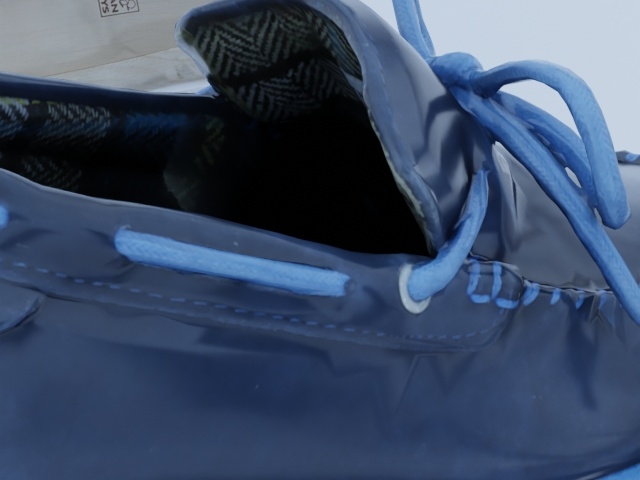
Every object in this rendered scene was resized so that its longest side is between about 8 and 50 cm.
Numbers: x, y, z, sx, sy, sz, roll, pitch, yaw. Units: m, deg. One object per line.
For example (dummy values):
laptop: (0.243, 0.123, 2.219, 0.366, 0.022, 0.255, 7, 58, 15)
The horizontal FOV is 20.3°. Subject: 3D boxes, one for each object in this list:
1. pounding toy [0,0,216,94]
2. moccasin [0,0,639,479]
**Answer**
pounding toy: (-0.079, -0.125, 0.737, 0.269, 0.154, 0.155, -11, -91, 8)
moccasin: (0.000, 0.000, 0.406, 0.342, 0.117, 0.138, -8, -154, -43)
